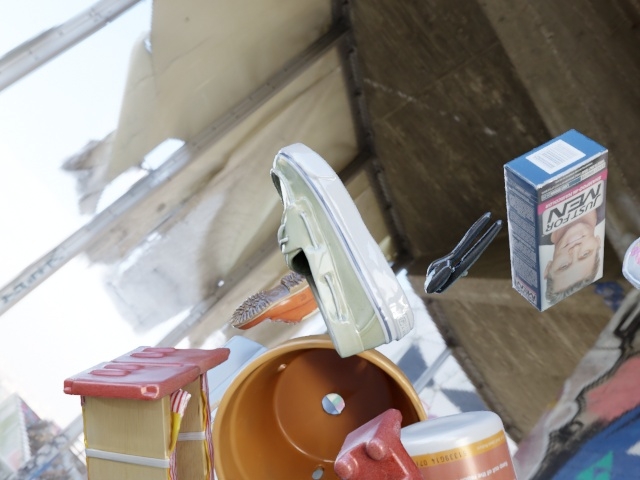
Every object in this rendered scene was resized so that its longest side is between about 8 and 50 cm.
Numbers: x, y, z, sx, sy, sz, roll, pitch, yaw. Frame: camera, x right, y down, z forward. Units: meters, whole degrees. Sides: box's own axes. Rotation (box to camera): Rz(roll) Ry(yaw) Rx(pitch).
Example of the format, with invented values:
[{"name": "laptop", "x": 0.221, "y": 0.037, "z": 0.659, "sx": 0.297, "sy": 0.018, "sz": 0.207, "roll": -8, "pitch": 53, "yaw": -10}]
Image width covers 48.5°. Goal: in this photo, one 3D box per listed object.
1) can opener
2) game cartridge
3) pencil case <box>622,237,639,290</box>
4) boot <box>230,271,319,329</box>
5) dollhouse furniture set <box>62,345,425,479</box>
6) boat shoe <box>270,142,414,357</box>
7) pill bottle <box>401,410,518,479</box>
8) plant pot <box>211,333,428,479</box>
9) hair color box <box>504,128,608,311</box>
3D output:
[{"name": "can opener", "x": 0.260, "y": 0.028, "z": 1.287, "sx": 0.059, "sy": 0.186, "sz": 0.073, "roll": 37, "pitch": 17, "yaw": -17}, {"name": "game cartridge", "x": -0.097, "y": 0.298, "z": 1.206, "sx": 0.297, "sy": 0.198, "sz": 0.062, "roll": 36, "pitch": -25, "yaw": 24}, {"name": "pencil case", "x": 0.654, "y": 0.081, "z": 1.288, "sx": 0.124, "sy": 0.113, "sz": 0.273, "roll": -22, "pitch": -37, "yaw": 37}, {"name": "boot", "x": -0.071, "y": 0.120, "z": 1.201, "sx": 0.084, "sy": 0.158, "sz": 0.059, "roll": 66, "pitch": -7, "yaw": -31}, {"name": "dollhouse furniture set", "x": -0.051, "y": 0.224, "z": 0.693, "sx": 0.374, "sy": 0.152, "sz": 0.201, "roll": 1, "pitch": -85, "yaw": 18}, {"name": "boat shoe", "x": 0.000, "y": 0.000, "z": 0.833, "sx": 0.109, "sy": 0.094, "sz": 0.302, "roll": 82, "pitch": -19, "yaw": -52}, {"name": "pill bottle", "x": 0.145, "y": 0.287, "z": 0.698, "sx": 0.121, "sy": 0.121, "sz": 0.216, "roll": 148, "pitch": -70, "yaw": -66}, {"name": "plant pot", "x": 0.011, "y": 0.264, "z": 1.020, "sx": 0.291, "sy": 0.291, "sz": 0.203, "roll": 46, "pitch": 8, "yaw": 2}, {"name": "hair color box", "x": 0.485, "y": -0.033, "z": 1.460, "sx": 0.105, "sy": 0.174, "sz": 0.347, "roll": 51, "pitch": -16, "yaw": 47}]
